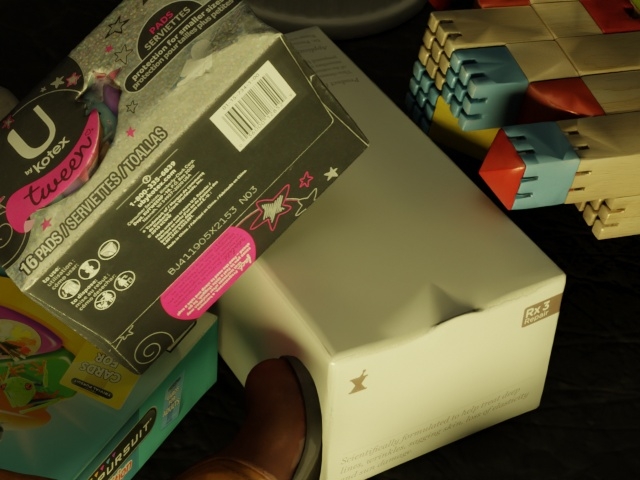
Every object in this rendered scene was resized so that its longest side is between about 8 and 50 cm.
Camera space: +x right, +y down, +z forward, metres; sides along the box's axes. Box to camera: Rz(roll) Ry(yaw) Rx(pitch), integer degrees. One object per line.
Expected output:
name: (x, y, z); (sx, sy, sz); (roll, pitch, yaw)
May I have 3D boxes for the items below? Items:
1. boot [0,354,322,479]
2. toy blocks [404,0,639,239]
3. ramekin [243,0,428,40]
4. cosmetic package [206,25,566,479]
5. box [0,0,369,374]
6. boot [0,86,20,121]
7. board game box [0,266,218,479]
boot: (-0.141, 0.175, 1.066); (0.280, 0.096, 0.264); (4, 49, -3)
toy blocks: (0.199, -0.136, 1.356); (0.261, 0.191, 0.381); (-7, 47, -21)
ramekin: (-0.006, -0.341, 1.716); (0.272, 0.127, 0.273); (3, 41, -2)
cosmetic package: (0.000, 0.000, 1.307); (0.217, 0.156, 0.385); (-17, 47, -24)
box: (-0.120, -0.057, 1.150); (0.247, 0.163, 0.142); (-46, 53, -2)
boot: (-0.356, -0.093, 1.318); (0.118, 0.223, 0.338); (20, 43, 17)
board game box: (-0.269, 0.132, 1.179); (0.253, 0.079, 0.336); (22, 43, 18)
